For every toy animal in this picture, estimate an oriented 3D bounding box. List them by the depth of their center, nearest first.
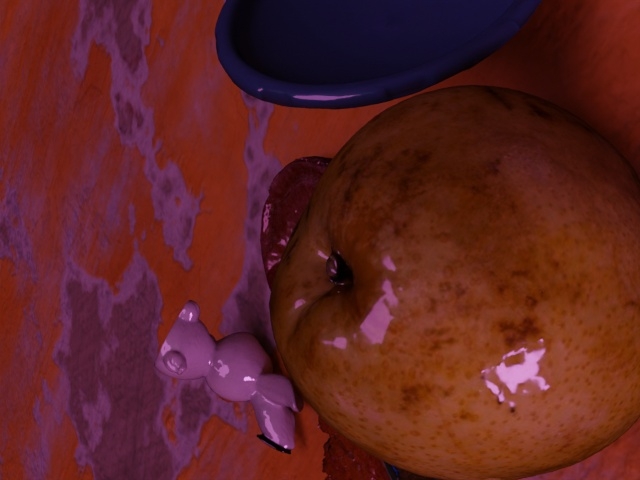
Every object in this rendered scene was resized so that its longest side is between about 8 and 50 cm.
[{"bbox_3d":[-0.101,0.164,1.319,0.127,0.181,0.131,-71,7,-58],"label":"toy animal"}]

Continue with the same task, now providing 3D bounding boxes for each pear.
[{"bbox_3d":[0.108,0.042,0.854,0.304,0.304,0.304,7,99,54],"label":"pear"}]

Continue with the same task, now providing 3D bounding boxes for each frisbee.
[{"bbox_3d":[0.052,-0.194,0.964,0.289,0.289,0.049,41,160,45],"label":"frisbee"}]

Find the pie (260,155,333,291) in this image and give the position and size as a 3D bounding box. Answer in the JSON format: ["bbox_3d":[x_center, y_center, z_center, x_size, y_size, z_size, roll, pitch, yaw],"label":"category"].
[{"bbox_3d":[0.000,0.000,1.205,0.182,0.049,0.182,5,96,49],"label":"pie"}]

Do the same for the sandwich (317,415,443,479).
[{"bbox_3d":[0.068,0.210,1.114,0.235,0.079,0.159,46,139,47],"label":"sandwich"}]
